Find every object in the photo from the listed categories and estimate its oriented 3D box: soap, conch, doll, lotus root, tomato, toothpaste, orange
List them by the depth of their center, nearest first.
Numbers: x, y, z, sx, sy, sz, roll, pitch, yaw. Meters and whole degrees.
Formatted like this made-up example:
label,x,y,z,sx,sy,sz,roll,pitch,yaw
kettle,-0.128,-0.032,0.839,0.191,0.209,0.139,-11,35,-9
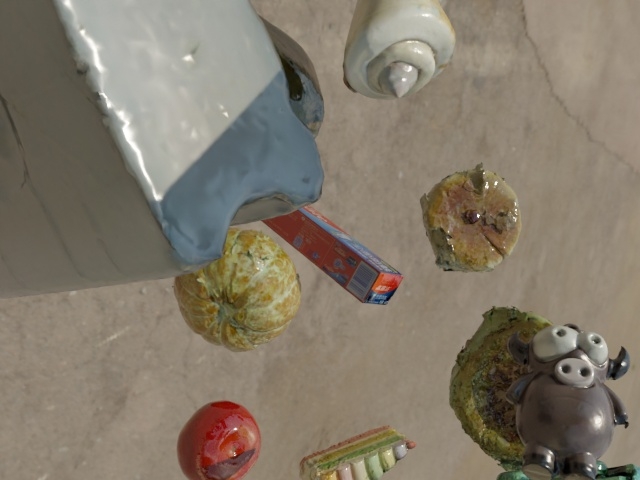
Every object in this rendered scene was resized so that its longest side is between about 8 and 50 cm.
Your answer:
label,x,y,z,sx,sy,sz,roll,pitch,yaw
soap,-0.250,-0.133,0.712,0.213,0.435,0.350,-33,110,-45
conch,0.103,-0.264,0.893,0.158,0.127,0.255,102,1,-62
lotus root,-0.082,-0.210,0.976,0.119,0.235,0.138,15,131,-47
doll,0.355,0.227,1.071,0.117,0.182,0.257,77,28,-54
toothpaste,0.001,0.000,1.288,0.076,0.320,0.066,11,113,-53
tomato,-0.219,0.450,1.613,0.195,0.136,0.195,5,82,-37
orange,-0.215,0.128,1.857,0.249,0.329,0.329,-66,161,-68

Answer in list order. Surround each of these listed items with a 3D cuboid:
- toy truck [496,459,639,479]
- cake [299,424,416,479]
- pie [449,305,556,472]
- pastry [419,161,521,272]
label,x,y,z,sx,sy,sz,roll,pitch,yaw
toy truck,0.425,0.461,1.226,0.156,0.279,0.155,16,60,-30
cake,0.064,0.409,1.375,0.225,0.109,0.090,-33,105,-23
pie,0.420,0.308,1.500,0.288,0.354,0.103,-43,159,17
pastry,0.363,-0.048,1.738,0.121,0.236,0.257,118,-43,-82
